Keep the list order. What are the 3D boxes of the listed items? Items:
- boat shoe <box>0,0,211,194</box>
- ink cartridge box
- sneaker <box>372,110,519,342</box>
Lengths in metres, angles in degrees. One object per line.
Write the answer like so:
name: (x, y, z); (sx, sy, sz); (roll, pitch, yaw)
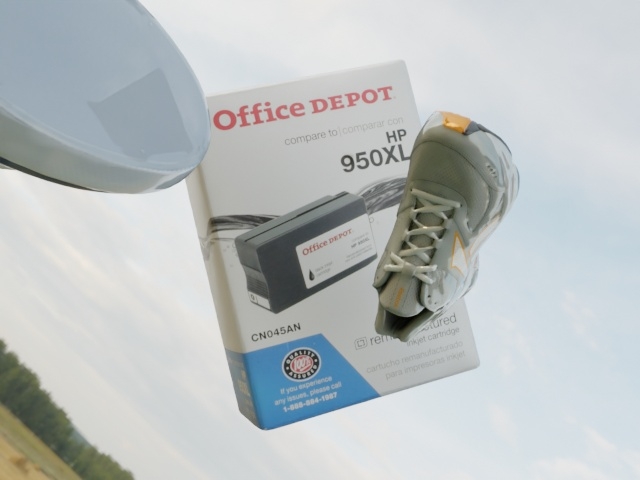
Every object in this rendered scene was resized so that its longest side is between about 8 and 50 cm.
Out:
boat shoe: (-0.238, -0.096, 0.347); (0.367, 0.135, 0.156); (21, -37, -37)
ink cartridge box: (0.000, 0.000, 0.931); (0.166, 0.285, 0.395); (161, -85, -75)
sneaker: (0.102, 0.005, 0.670); (0.099, 0.121, 0.262); (27, -34, 22)
